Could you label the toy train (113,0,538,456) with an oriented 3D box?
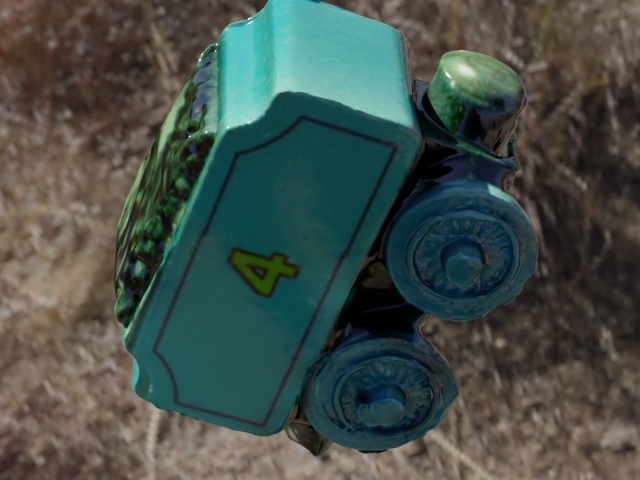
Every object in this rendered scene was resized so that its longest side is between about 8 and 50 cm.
[{"bbox_3d":[0.000,0.000,0.774,0.154,0.198,0.107,19,31,-14],"label":"toy train"}]
